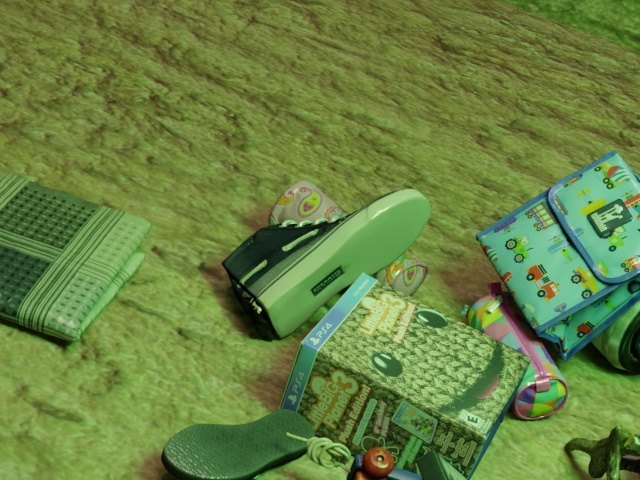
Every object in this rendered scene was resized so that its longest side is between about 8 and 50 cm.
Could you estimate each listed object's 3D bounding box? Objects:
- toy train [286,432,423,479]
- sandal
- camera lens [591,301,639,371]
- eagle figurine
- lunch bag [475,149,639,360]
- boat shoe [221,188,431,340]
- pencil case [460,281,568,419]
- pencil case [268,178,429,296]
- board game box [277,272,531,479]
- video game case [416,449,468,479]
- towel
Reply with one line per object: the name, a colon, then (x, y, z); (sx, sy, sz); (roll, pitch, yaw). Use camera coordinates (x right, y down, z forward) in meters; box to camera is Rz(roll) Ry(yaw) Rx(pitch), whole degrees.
toy train: (0.052, 0.354, 1.783); (0.248, 0.105, 0.143); (19, 46, 1)
sandal: (-0.108, 0.293, 1.837); (0.254, 0.054, 0.097); (-4, 45, -45)
camera lens: (0.516, 0.071, 2.301); (0.219, 0.219, 0.274); (-6, 39, -32)
eagle figurine: (0.546, 0.295, 1.978); (0.298, 0.225, 0.226); (0, 26, -14)
lunch bag: (0.438, 0.010, 2.174); (0.138, 0.293, 0.221); (39, 18, -51)
boat shoe: (0.000, 0.000, 2.137); (0.340, 0.127, 0.158); (-35, 49, -12)
pencil case: (0.311, 0.178, 2.157); (0.104, 0.104, 0.236); (2, 37, -23)
pencil case: (0.044, 0.016, 2.255); (0.284, 0.124, 0.124); (37, 37, 26)
board game box: (0.125, 0.212, 1.976); (0.291, 0.141, 0.232); (26, 33, 12)
video game case: (0.235, 0.417, 1.674); (0.275, 0.035, 0.248); (46, 15, -38)
towel: (-0.451, 0.018, 2.083); (0.312, 0.056, 0.324); (19, 35, 6)
